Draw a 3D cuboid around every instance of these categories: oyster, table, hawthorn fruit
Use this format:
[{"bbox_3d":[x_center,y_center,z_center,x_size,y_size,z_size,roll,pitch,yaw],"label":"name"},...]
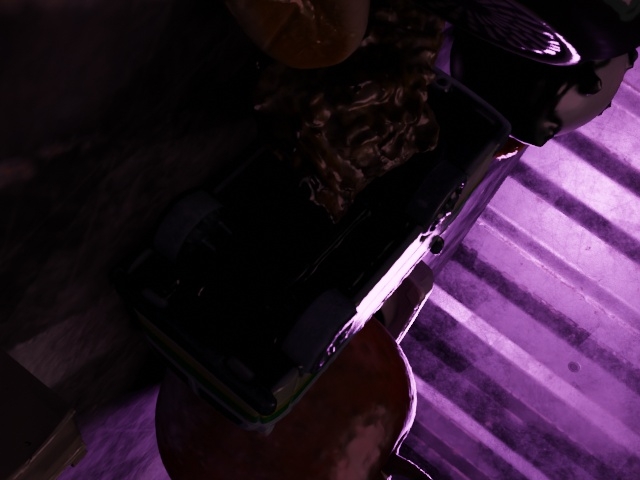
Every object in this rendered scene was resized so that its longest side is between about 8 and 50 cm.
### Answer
[{"bbox_3d":[0.030,-0.094,0.467,0.177,0.105,0.056,-45,-165,-34],"label":"oyster"},{"bbox_3d":[-0.155,0.087,0.344,0.062,0.079,0.083,-48,169,-28],"label":"table"},{"bbox_3d":[-0.024,0.155,0.708,0.231,0.263,0.235,-35,-156,23],"label":"hawthorn fruit"}]

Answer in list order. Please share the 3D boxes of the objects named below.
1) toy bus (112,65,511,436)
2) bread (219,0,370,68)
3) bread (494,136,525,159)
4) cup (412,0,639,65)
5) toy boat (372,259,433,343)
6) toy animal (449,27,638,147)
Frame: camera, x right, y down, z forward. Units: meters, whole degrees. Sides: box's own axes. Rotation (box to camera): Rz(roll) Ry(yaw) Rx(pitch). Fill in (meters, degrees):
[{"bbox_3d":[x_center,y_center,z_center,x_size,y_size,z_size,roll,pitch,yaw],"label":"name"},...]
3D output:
[{"bbox_3d":[0.000,0.000,0.555,0.276,0.133,0.165,-45,165,-27],"label":"toy bus"},{"bbox_3d":[-0.018,-0.136,0.279,0.073,0.053,0.214,-9,160,2],"label":"bread"},{"bbox_3d":[0.328,-0.232,1.232,0.344,0.084,0.124,116,-1,-54],"label":"bread"},{"bbox_3d":[0.090,-0.191,0.332,0.223,0.169,0.176,20,105,-46],"label":"cup"},{"bbox_3d":[0.050,0.099,1.036,0.141,0.141,0.269,-41,165,-45],"label":"toy boat"},{"bbox_3d":[0.226,-0.218,0.696,0.187,0.165,0.235,-29,157,-38],"label":"toy animal"}]
